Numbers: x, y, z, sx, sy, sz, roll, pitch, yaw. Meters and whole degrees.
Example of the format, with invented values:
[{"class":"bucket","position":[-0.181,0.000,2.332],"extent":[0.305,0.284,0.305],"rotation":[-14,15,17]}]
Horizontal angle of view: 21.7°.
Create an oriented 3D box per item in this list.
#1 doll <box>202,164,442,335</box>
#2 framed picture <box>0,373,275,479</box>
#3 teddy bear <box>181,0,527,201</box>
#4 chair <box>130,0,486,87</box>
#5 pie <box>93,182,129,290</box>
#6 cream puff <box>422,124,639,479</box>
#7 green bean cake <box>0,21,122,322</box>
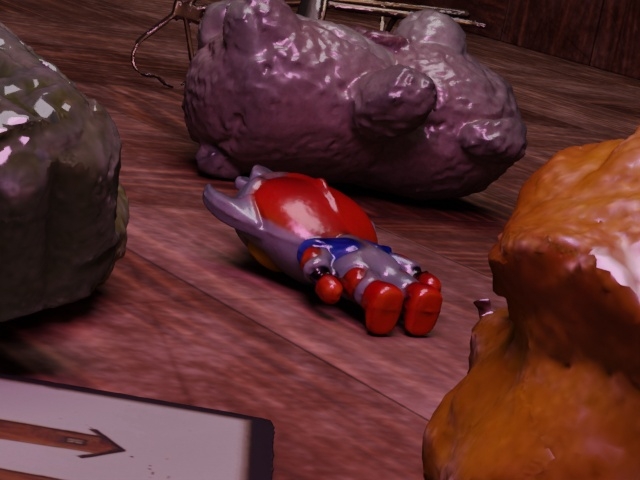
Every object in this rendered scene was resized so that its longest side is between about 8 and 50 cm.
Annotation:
[{"class":"doll","position":[0.001,0.001,0.975],"extent":[0.104,0.062,0.195],"rotation":[-15,31,-27]},{"class":"framed picture","position":[-0.176,0.076,0.566],"extent":[0.324,0.013,0.244],"rotation":[10,12,-4]},{"class":"teddy bear","position":[0.029,-0.109,1.295],"extent":[0.267,0.151,0.236],"rotation":[3,7,-16]},{"class":"chair","position":[-0.016,-0.191,1.644],"extent":[0.326,0.159,0.170],"rotation":[14,10,-7]},{"class":"pie","position":[-0.226,-0.023,0.846],"extent":[0.277,0.078,0.277],"rotation":[13,20,-5]},{"class":"cream puff","position":[0.159,0.043,0.572],"extent":[0.269,0.241,0.155],"rotation":[-25,18,-18]},{"class":"green bean cake","position":[-0.198,-0.036,0.688],"extent":[0.185,0.094,0.183],"rotation":[-21,47,-35]}]
